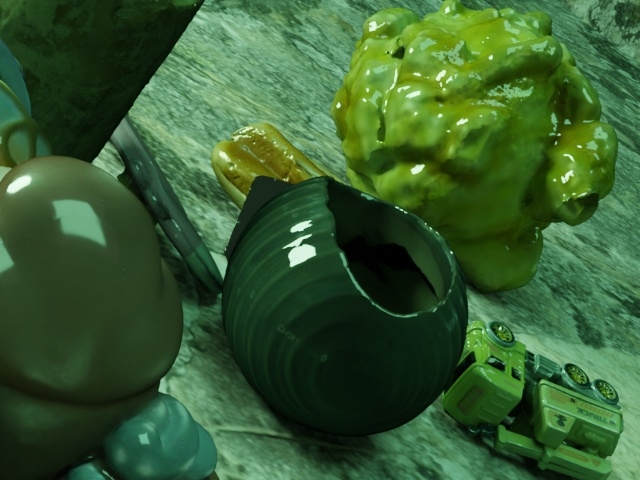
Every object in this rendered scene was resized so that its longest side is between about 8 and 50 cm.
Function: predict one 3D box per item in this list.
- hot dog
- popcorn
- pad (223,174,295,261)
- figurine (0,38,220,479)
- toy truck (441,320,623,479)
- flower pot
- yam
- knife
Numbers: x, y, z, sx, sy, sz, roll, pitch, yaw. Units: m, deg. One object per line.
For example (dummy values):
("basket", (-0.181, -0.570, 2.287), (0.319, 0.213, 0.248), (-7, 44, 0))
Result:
("hot dog", (-0.004, -0.015, 1.428), (0.249, 0.076, 0.102), (38, 53, 20))
("popcorn", (0.155, -0.126, 1.633), (0.279, 0.274, 0.335), (23, 21, -12))
("pad", (0.000, 0.000, 1.364), (0.157, 0.003, 0.112), (17, 51, 4))
("figurine", (-0.212, 0.029, 0.824), (0.277, 0.248, 0.388), (13, 16, -35))
("toy truck", (0.184, 0.148, 1.298), (0.169, 0.077, 0.100), (29, 33, -13))
("flower pot", (0.017, 0.051, 1.168), (0.189, 0.157, 0.243), (27, 18, -14))
("yam", (-0.212, -0.156, 1.215), (0.161, 0.268, 0.161), (32, 26, -18))
("knife", (-0.174, -0.080, 1.361), (0.132, 0.038, 0.398), (59, -2, -37))
